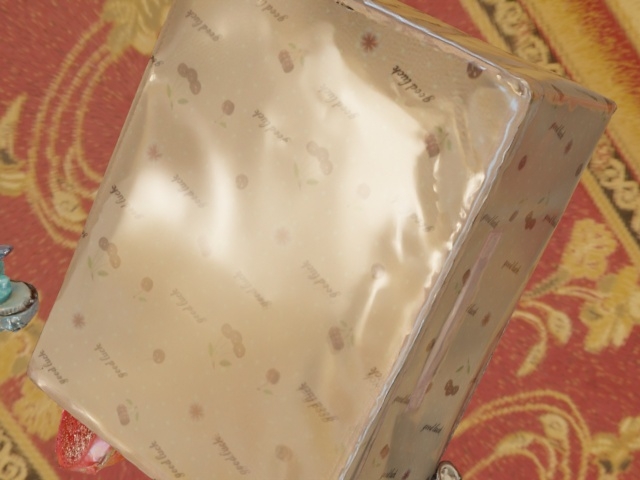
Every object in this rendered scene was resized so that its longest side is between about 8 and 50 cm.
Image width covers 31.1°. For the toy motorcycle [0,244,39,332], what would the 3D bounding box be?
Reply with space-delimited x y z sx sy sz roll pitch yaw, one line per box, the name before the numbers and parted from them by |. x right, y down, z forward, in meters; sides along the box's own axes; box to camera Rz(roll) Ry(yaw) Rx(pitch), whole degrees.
toy motorcycle | -0.528 0.094 1.579 0.260 0.206 0.154 -28 137 -37

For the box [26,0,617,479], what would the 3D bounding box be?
box | 0.000 0.000 0.699 0.225 0.190 0.297 31 105 24

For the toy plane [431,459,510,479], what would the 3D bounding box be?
toy plane | 0.039 0.195 0.772 0.262 0.192 0.088 13 56 -44

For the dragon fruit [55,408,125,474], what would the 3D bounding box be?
dragon fruit | -0.243 0.219 1.408 0.111 0.153 0.153 20 92 -31
